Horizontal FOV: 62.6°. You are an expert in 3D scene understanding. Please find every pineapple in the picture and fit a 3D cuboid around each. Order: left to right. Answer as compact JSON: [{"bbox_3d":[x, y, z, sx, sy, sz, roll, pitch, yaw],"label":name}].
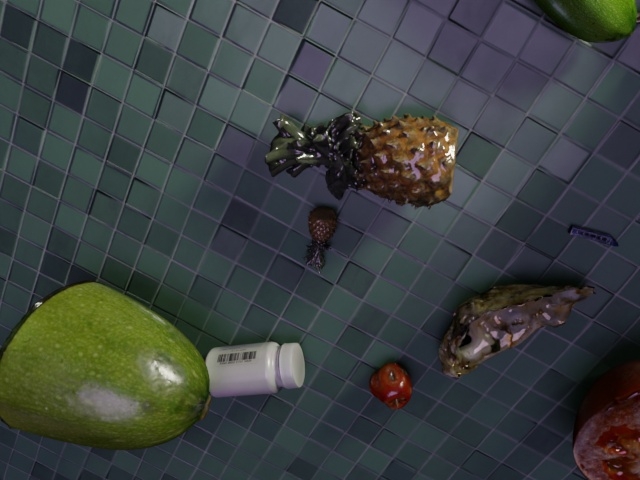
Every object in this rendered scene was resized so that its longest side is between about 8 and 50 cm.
[{"bbox_3d":[0.000,0.000,0.969,0.058,0.058,0.124,12,128,6],"label":"pineapple"},{"bbox_3d":[0.062,-0.130,0.857,0.310,0.141,0.170,8,139,15],"label":"pineapple"}]

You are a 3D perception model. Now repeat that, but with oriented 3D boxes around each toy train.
[{"bbox_3d":[0.464,-0.008,0.890,0.083,0.017,0.017,15,107,4],"label":"toy train"}]

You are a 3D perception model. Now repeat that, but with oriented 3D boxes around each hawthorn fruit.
[{"bbox_3d":[0.141,0.291,1.037,0.093,0.093,0.093,4,113,9],"label":"hawthorn fruit"}]

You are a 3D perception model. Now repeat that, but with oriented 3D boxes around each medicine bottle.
[{"bbox_3d":[-0.133,0.260,1.067,0.186,0.103,0.103,-9,111,14],"label":"medicine bottle"}]

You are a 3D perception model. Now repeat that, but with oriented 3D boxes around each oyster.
[{"bbox_3d":[0.341,0.144,0.951,0.294,0.094,0.166,-22,126,8],"label":"oyster"}]

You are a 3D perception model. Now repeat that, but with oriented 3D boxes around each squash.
[{"bbox_3d":[-0.365,0.264,0.968,0.309,0.310,0.310,17,116,23],"label":"squash"},{"bbox_3d":[0.290,-0.422,0.700,0.107,0.107,0.395,-34,103,21],"label":"squash"}]

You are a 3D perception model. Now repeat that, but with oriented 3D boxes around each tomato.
[{"bbox_3d":[0.611,0.329,0.937,0.338,0.144,0.338,5,118,10],"label":"tomato"}]

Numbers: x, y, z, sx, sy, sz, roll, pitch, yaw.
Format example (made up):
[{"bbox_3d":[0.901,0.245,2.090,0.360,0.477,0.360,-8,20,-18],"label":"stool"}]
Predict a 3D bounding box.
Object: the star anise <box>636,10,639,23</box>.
[{"bbox_3d":[0.521,-0.320,0.723,0.180,0.061,0.204,-36,100,29],"label":"star anise"}]
